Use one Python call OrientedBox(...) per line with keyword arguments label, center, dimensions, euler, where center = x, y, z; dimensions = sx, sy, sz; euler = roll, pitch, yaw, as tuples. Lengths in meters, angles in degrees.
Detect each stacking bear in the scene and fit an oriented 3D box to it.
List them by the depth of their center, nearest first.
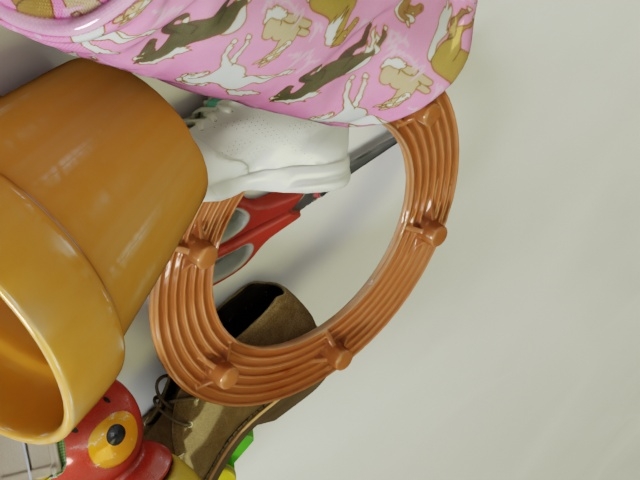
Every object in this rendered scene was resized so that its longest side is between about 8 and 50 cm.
OrientedBox(label="stacking bear", center=(-0.153, 0.232, 1.404), dimensions=(0.175, 0.289, 0.164), euler=(-39, -162, -30))

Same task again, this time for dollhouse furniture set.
OrientedBox(label="dollhouse furniture set", center=(-0.208, 0.103, 1.253), dimensions=(0.076, 0.152, 0.058), euler=(-19, 171, 38))

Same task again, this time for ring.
OrientedBox(label="ring", center=(0.000, 0.000, 1.444), dimensions=(0.336, 0.032, 0.337), euler=(-28, 136, -31))

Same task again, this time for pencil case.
OrientedBox(label="pencil case", center=(-0.049, -0.167, 1.053), dimensions=(0.386, 0.160, 0.167), euler=(7, 106, -59))

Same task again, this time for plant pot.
OrientedBox(label="plant pot", center=(-0.175, -0.009, 1.084), dimensions=(0.188, 0.205, 0.205), euler=(-48, 160, -31))

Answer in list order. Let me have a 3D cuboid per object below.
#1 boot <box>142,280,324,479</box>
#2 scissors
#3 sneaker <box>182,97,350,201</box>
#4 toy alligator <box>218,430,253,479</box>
OrientedBox(label="boot", center=(-0.127, 0.155, 1.533), dimensions=(0.305, 0.112, 0.115), euler=(-45, 139, -14))
OrientedBox(label="scissors", center=(-0.018, -0.032, 1.482), dimensions=(0.297, 0.021, 0.109), euler=(-25, 147, -38))
OrientedBox(label="sneaker", center=(-0.074, -0.079, 1.271), dimensions=(0.212, 0.080, 0.094), euler=(-8, 106, -34))
OrientedBox(label="toy alligator", center=(-0.104, 0.208, 1.688), dimensions=(0.051, 0.056, 0.190), euler=(22, 119, -19))
